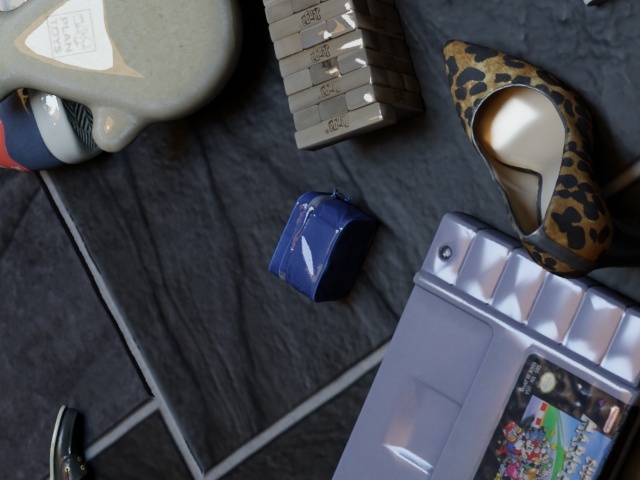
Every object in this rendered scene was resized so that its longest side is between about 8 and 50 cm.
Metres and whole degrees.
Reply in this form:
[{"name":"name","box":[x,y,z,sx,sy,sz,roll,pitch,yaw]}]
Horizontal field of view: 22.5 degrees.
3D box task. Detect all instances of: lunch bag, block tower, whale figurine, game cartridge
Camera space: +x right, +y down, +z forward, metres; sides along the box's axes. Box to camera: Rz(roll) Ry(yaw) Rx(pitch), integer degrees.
[{"name":"lunch bag","box":[0.000,0.000,1.451,0.065,0.067,0.098,30,104,27]},{"name":"block tower","box":[0.000,-0.249,1.440,0.091,0.097,0.335,-19,78,30]},{"name":"whale figurine","box":[-0.206,-0.188,1.502,0.272,0.141,0.216,-11,92,3]},{"name":"game cartridge","box":[0.137,0.181,1.375,0.230,0.068,0.355,30,105,32]}]

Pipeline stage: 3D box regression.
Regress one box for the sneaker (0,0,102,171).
[{"name":"sneaker","box":[-0.322,-0.236,1.610,0.148,0.131,0.350,-14,83,26]}]

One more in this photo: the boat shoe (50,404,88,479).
[{"name":"boat shoe","box":[-0.254,0.233,1.619,0.042,0.049,0.133,4,84,3]}]

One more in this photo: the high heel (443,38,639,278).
[{"name":"high heel","box":[0.154,-0.079,1.288,0.093,0.186,0.261,-47,68,22]}]

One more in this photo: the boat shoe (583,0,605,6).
[{"name":"boat shoe","box":[0.254,-0.230,1.320,0.100,0.035,0.035,-29,78,35]}]
